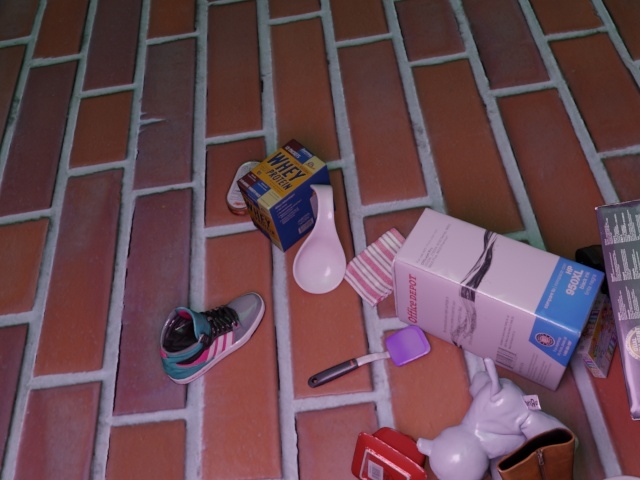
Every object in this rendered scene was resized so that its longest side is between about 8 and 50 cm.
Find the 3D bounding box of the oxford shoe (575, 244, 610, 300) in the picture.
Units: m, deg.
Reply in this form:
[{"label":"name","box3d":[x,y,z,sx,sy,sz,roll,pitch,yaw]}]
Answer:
[{"label":"oxford shoe","box3d":[0.702,0.095,1.486,0.096,0.083,0.227,-16,58,-11]}]

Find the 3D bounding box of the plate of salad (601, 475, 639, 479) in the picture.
[{"label":"plate of salad","box3d":[0.602,0.552,1.218,0.199,0.048,0.200,-9,45,9]}]

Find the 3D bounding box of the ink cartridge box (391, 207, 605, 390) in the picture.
[{"label":"ink cartridge box","box3d":[0.371,0.128,1.395,0.395,0.285,0.166,23,62,22]}]

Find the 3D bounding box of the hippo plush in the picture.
[{"label":"hippo plush","box3d":[0.339,0.403,1.244,0.234,0.294,0.236,40,86,18]}]

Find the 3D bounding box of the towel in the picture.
[{"label":"towel","box3d":[0.160,0.064,1.631,0.197,0.029,0.144,-37,58,-14]}]

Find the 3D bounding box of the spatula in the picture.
[{"label":"spatula","box3d":[0.108,0.281,1.494,0.296,0.030,0.084,-20,55,-3]}]

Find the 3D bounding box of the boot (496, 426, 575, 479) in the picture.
[{"label":"boot","box3d":[0.359,0.487,1.151,0.264,0.280,0.096,-25,39,-1]}]

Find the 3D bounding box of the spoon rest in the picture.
[{"label":"spoon rest","box3d":[0.000,0.000,1.593,0.137,0.084,0.276,0,98,-12]}]

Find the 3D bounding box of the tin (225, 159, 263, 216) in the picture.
[{"label":"tin","box3d":[-0.209,-0.155,1.838,0.106,0.040,0.190,6,58,19]}]

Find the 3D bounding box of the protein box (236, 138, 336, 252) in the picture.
[{"label":"protein box","box3d":[-0.085,-0.117,1.690,0.200,0.201,0.136,-40,59,-16]}]

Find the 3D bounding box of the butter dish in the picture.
[{"label":"butter dish","box3d":[0.159,0.451,1.320,0.160,0.160,0.118,26,42,24]}]

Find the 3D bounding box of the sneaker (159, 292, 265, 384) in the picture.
[{"label":"sneaker","box3d":[-0.269,0.200,1.524,0.295,0.178,0.124,-42,60,-18]}]

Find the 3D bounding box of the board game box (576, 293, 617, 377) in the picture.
[{"label":"board game box","box3d":[0.620,0.211,1.409,0.026,0.103,0.154,-4,49,49]}]

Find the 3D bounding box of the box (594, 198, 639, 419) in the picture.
[{"label":"box","box3d":[0.631,0.152,1.256,0.097,0.318,0.395,-10,72,23]}]
